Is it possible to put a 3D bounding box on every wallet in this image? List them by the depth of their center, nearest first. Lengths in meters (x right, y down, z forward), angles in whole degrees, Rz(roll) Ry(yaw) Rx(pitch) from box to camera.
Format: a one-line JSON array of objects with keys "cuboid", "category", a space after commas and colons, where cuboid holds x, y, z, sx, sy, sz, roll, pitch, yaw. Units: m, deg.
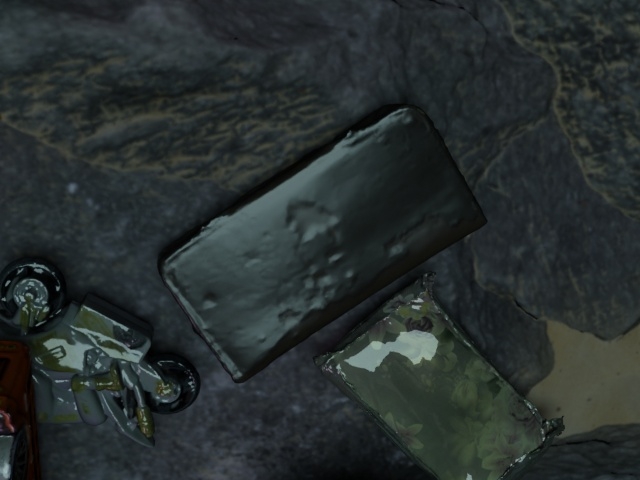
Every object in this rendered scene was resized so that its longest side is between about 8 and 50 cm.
[{"cuboid": [0.000, 0.000, 1.008, 0.310, 0.042, 0.165, -33, 106, 1], "category": "wallet"}]

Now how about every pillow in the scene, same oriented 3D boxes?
[{"cuboid": [0.126, 0.162, 1.053, 0.169, 0.059, 0.255, -40, 103, 1], "category": "pillow"}]

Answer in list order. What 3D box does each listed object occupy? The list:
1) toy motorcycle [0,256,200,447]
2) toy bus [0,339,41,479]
[{"cuboid": [-0.239, 0.126, 0.986, 0.225, 0.073, 0.152, 37, 100, -14], "category": "toy motorcycle"}, {"cuboid": [-0.326, 0.257, 0.939, 0.143, 0.153, 0.329, 2, 118, -2], "category": "toy bus"}]
